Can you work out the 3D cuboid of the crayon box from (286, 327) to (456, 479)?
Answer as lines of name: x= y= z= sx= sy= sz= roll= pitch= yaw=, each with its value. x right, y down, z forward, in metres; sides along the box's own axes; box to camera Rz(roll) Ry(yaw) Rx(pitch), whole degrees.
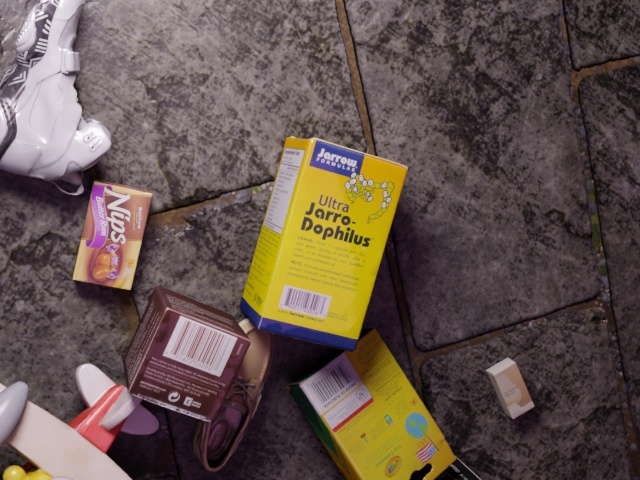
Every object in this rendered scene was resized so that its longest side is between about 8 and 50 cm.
crayon box: x=0.103 y=0.360 z=1.753 sx=0.202 sy=0.081 sz=0.318 roll=-33 pitch=93 yaw=-26

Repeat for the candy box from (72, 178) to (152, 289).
candy box: x=-0.383 y=-0.011 z=1.637 sx=0.109 sy=0.053 sz=0.186 roll=13 pitch=95 yaw=-17

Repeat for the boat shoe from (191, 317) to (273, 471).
boat shoe: x=-0.162 y=0.299 z=1.718 sx=0.109 sy=0.098 sz=0.302 roll=22 pitch=92 yaw=-17

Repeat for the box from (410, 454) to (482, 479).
box: x=0.218 y=0.546 z=1.743 sx=0.257 sy=0.322 sz=0.079 roll=-15 pitch=103 yaw=-14

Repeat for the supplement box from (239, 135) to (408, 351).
supplement box: x=0.000 y=0.000 z=1.670 sx=0.195 sy=0.194 sz=0.356 roll=15 pitch=94 yaw=-17

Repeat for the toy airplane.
toy airplane: x=-0.441 y=0.409 z=1.556 sx=0.386 sy=0.272 sz=0.384 roll=-2 pitch=96 yaw=-19

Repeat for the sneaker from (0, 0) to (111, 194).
sneaker: x=-0.442 y=-0.260 z=1.545 sx=0.210 sy=0.137 sz=0.365 roll=25 pitch=96 yaw=-18

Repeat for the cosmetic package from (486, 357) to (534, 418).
cosmetic package: x=0.408 y=0.318 z=1.909 sx=0.060 sy=0.041 sz=0.115 roll=-29 pitch=105 yaw=-9

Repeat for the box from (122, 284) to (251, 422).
box: x=-0.249 y=0.204 z=1.625 sx=0.168 sy=0.203 sz=0.167 roll=23 pitch=91 yaw=-17
